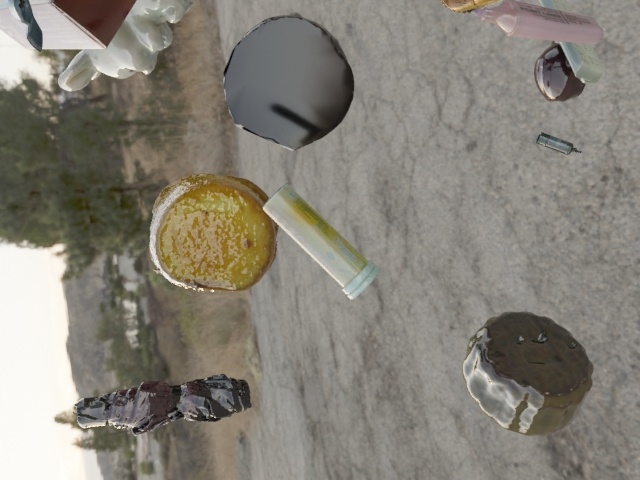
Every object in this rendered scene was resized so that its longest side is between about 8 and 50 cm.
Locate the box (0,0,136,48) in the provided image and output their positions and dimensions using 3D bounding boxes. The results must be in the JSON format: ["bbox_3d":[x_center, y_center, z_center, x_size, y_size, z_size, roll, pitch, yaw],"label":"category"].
[{"bbox_3d":[-0.459,-0.547,1.129,0.385,0.122,0.344,17,76,43],"label":"box"}]

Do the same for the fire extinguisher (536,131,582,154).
[{"bbox_3d":[0.464,-0.185,1.136,0.038,0.083,0.025,-14,-54,-79],"label":"fire extinguisher"}]

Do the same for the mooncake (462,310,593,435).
[{"bbox_3d":[0.492,0.302,1.392,0.161,0.290,0.290,94,159,-44],"label":"mooncake"}]

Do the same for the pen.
[{"bbox_3d":[0.288,-0.291,0.776,0.032,0.197,0.053,115,147,-50],"label":"pen"}]

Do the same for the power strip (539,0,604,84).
[{"bbox_3d":[0.450,-0.385,1.065,0.027,0.060,0.252,-46,44,47],"label":"power strip"}]

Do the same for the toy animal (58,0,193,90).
[{"bbox_3d":[-0.494,-0.518,1.420,0.367,0.241,0.196,-50,17,20],"label":"toy animal"}]

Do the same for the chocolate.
[{"bbox_3d":[-0.068,-0.360,1.297,0.186,0.284,0.283,-103,11,-68],"label":"chocolate"}]

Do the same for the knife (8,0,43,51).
[{"bbox_3d":[-0.426,-0.315,0.857,0.313,0.019,0.044,-157,76,-70],"label":"knife"}]

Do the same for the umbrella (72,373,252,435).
[{"bbox_3d":[-0.294,0.313,1.110,0.094,0.326,0.090,-111,21,-49],"label":"umbrella"}]

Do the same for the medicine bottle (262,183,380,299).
[{"bbox_3d":[0.000,0.000,0.993,0.218,0.074,0.074,44,158,0],"label":"medicine bottle"}]

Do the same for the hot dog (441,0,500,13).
[{"bbox_3d":[0.302,-0.467,0.974,0.253,0.069,0.131,-14,91,47],"label":"hot dog"}]

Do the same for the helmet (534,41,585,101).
[{"bbox_3d":[0.453,-0.323,1.131,0.123,0.070,0.098,60,-175,-16],"label":"helmet"}]

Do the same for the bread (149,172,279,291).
[{"bbox_3d":[-0.280,-0.005,1.588,0.204,0.358,0.336,-134,50,-69],"label":"bread"}]
